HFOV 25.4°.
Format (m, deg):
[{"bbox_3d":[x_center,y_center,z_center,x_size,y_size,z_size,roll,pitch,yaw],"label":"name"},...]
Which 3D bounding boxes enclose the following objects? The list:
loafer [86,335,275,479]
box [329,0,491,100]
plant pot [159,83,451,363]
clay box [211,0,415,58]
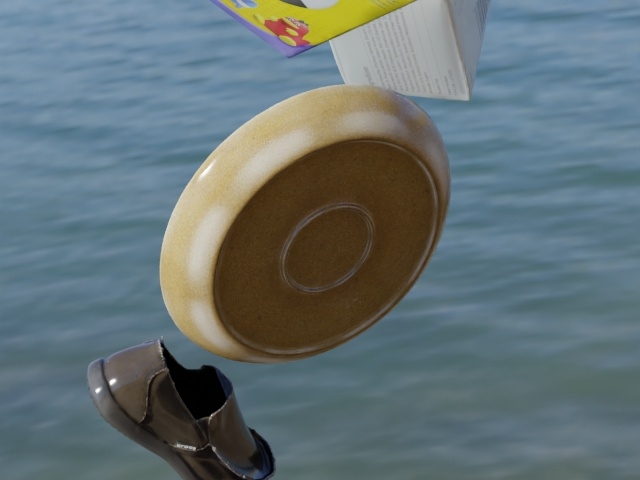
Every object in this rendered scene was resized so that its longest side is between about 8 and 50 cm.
[{"bbox_3d":[-0.097,0.150,1.172,0.078,0.220,0.080,-34,48,15],"label":"loafer"},{"bbox_3d":[0.079,-0.243,1.213,0.119,0.181,0.182,7,-22,16],"label":"box"},{"bbox_3d":[0.000,0.000,1.012,0.236,0.236,0.032,-17,42,-25],"label":"plant pot"},{"bbox_3d":[-0.011,-0.166,0.720,0.053,0.127,0.222,-60,19,-15],"label":"clay box"}]
